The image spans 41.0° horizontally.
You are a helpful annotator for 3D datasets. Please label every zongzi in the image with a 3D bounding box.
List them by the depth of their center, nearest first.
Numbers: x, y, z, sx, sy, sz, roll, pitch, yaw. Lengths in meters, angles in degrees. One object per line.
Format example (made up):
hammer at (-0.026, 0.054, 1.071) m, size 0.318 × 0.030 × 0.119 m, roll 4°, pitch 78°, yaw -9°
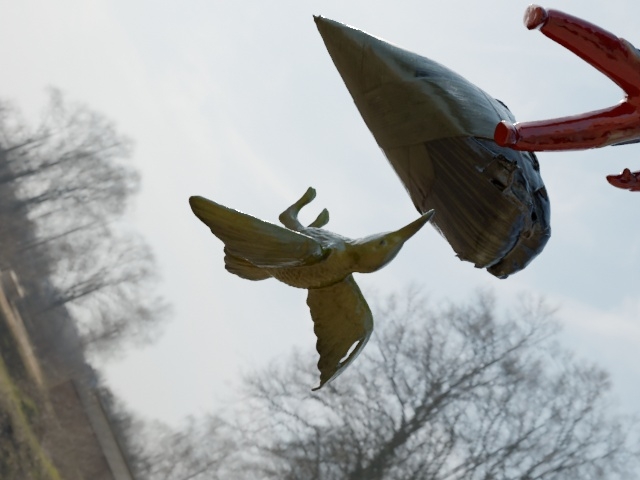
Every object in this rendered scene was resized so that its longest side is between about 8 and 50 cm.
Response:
zongzi at (0.116, -0.122, 1.002) m, size 0.317 × 0.154 × 0.289 m, roll 31°, pitch 23°, yaw -21°

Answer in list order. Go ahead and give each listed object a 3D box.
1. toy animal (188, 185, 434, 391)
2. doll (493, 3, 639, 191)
toy animal at (0.000, 0.000, 0.614) m, size 0.219 × 0.155 × 0.095 m, roll 51°, pitch 5°, yaw -43°
doll at (0.385, -0.142, 0.923) m, size 0.099 × 0.383 × 0.189 m, roll -121°, pitch -141°, yaw -72°
